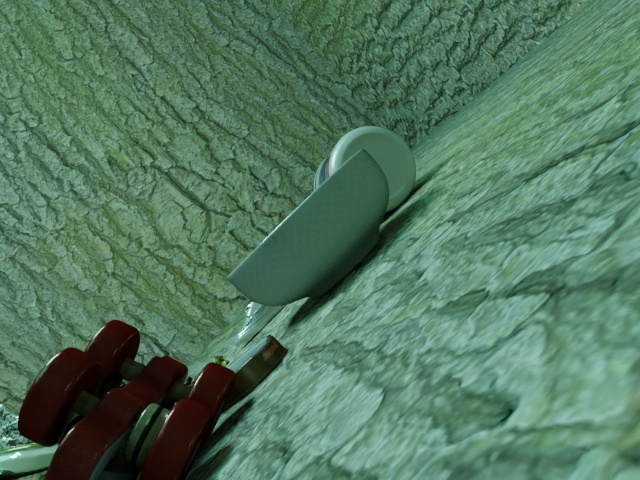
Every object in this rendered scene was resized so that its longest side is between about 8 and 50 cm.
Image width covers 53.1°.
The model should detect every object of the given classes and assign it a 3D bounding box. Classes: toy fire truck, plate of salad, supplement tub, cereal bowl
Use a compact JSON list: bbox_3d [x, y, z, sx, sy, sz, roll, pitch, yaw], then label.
[{"bbox_3d":[-0.231,0.248,0.714,0.302,0.169,0.253,-56,-11,-83],"label":"toy fire truck"},{"bbox_3d":[-0.247,0.289,1.239,0.200,0.048,0.200,-44,2,2],"label":"plate of salad"},{"bbox_3d":[0.090,-0.136,1.464,0.191,0.191,0.272,-44,2,-13],"label":"supplement tub"},{"bbox_3d":[0.000,0.000,1.145,0.339,0.141,0.339,-42,2,2],"label":"cereal bowl"}]

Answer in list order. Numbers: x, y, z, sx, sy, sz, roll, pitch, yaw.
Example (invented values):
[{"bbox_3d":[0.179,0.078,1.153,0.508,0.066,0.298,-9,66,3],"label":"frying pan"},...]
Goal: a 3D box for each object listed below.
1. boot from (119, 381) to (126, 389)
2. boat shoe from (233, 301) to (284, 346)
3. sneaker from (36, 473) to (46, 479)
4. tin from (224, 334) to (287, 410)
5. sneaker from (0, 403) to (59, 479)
[{"bbox_3d":[-0.516,0.396,1.677,0.236,0.178,0.085,-42,2,44],"label":"boot"},{"bbox_3d":[-0.144,0.169,1.499,0.184,0.063,0.066,-44,2,-22],"label":"boat shoe"},{"bbox_3d":[-0.549,0.535,1.266,0.109,0.123,0.295,-52,-17,7],"label":"sneaker"},{"bbox_3d":[-0.119,0.197,0.913,0.190,0.040,0.106,-42,-2,38],"label":"tin"},{"bbox_3d":[-0.514,0.376,1.391,0.410,0.182,0.158,-10,-15,-33],"label":"sneaker"}]
